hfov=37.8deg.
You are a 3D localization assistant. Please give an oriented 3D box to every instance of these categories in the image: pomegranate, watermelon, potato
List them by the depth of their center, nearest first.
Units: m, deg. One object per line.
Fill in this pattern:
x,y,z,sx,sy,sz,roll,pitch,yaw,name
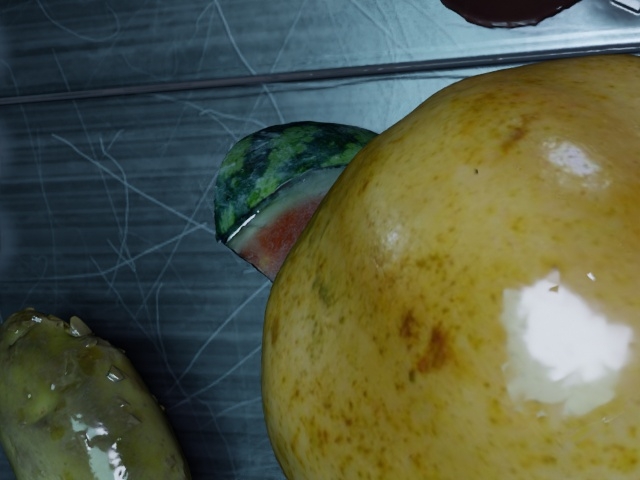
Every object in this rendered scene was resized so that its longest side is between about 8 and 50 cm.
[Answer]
0.153,0.066,0.644,0.417,0.417,0.416,1,92,20,pomegranate
0.006,-0.017,0.825,0.136,0.207,0.202,-24,100,45,watermelon
-0.232,0.199,0.924,0.192,0.141,0.296,-37,80,34,potato

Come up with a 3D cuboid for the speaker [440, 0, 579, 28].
0.148,-0.319,0.678,0.198,0.329,0.259,41,98,14,speaker
